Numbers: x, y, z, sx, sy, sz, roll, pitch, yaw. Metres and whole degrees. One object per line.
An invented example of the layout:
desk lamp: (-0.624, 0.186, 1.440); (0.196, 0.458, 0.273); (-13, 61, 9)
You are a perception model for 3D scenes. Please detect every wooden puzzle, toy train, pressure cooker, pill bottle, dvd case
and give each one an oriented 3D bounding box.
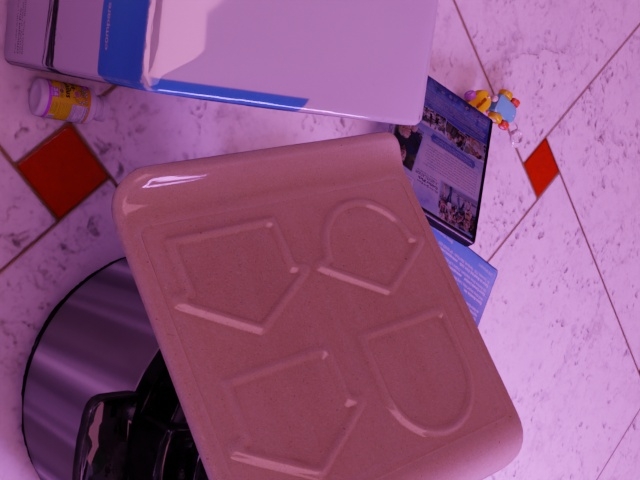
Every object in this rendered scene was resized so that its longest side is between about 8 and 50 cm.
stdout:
wooden puzzle: (0.002, 0.087, 0.761); (0.322, 0.080, 0.348); (-13, 78, -37)
toy train: (0.274, -0.197, 1.437); (0.166, 0.046, 0.125); (-14, 106, -35)
pressure cooker: (-0.089, 0.204, 0.939); (0.370, 0.420, 0.376); (-41, 120, -28)
pill bottle: (-0.287, -0.158, 0.966); (0.083, 0.043, 0.044); (5, 93, -41)
dvd case: (0.180, -0.133, 1.289); (0.180, 0.022, 0.253); (30, 54, -21)

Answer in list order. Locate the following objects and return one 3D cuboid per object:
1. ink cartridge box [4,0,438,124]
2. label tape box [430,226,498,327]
ink cartridge box: (-0.119, -0.228, 0.847); (0.285, 0.394, 0.166); (1, 102, -36)
label tape box: (0.121, 0.139, 1.299); (0.240, 0.105, 0.334); (36, 70, -35)
